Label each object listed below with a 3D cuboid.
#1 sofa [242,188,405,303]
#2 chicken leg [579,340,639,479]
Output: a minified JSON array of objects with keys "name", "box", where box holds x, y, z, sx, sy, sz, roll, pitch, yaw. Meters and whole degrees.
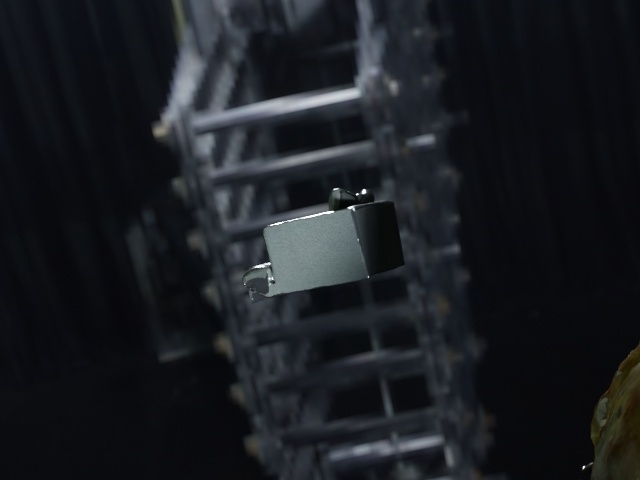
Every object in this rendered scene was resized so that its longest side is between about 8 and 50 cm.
[{"name":"sofa","box":[0.000,0.000,1.267,0.085,0.060,0.147,-13,180,13]},{"name":"chicken leg","box":[0.250,0.063,1.081,0.211,0.140,0.361,-20,-151,39]}]
